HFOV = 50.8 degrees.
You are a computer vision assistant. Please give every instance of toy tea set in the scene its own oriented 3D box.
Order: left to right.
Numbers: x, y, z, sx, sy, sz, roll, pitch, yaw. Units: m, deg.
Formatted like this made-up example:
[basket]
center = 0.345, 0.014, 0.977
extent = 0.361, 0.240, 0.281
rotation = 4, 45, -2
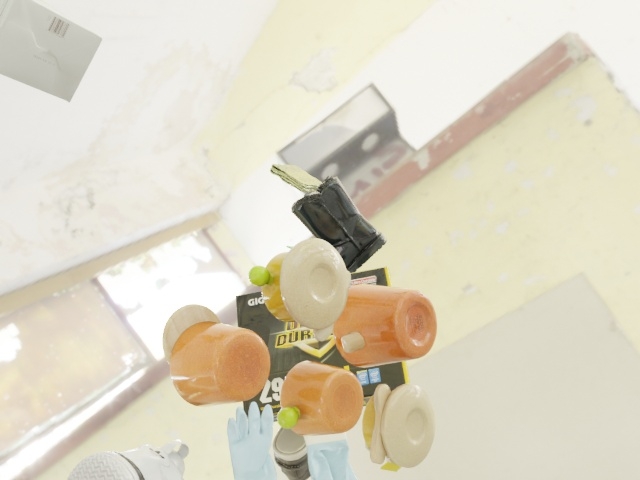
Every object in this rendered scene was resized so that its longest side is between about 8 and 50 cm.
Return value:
[toy tea set]
center = -0.012, 0.110, 0.689
extent = 0.124, 0.336, 0.200
rotation = -9, 62, 45

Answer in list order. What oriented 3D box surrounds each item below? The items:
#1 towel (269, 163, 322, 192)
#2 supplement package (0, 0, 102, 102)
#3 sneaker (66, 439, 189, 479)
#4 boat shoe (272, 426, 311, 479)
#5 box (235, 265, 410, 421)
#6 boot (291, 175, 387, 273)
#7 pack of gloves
[towel]
center = -0.057, -0.151, 1.648
extent = 0.027, 0.110, 0.148
rotation = -60, -16, 17
[supplement package]
center = -0.571, -0.394, 1.273
extent = 0.149, 0.203, 0.194
rotation = -59, -28, 7
[sneaker]
center = -0.317, 0.464, 1.016
extent = 0.366, 0.137, 0.210
rotation = -65, -22, 10
[boat shoe]
center = 0.011, 0.355, 1.403
extent = 0.112, 0.096, 0.335
rotation = 10, 37, 31
[box]
center = 0.001, 0.206, 1.332
extent = 0.321, 0.257, 0.079
rotation = -11, -26, 7
[boot]
center = 0.000, 0.000, 1.522
extent = 0.246, 0.207, 0.094
rotation = -43, 8, -1
[pack of gloves]
center = -0.043, 0.358, 1.065
extent = 0.194, 0.232, 0.046
rotation = -5, -36, -13
